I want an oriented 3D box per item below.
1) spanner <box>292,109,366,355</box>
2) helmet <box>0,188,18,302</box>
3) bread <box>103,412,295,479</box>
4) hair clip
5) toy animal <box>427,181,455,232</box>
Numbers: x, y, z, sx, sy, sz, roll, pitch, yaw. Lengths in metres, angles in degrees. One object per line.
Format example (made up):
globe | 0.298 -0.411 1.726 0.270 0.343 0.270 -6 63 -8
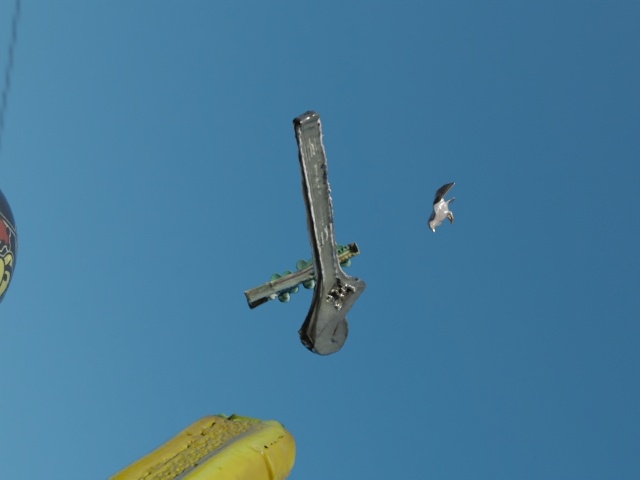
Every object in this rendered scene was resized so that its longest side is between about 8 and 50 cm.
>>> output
spanner | 0.000 0.000 1.246 0.026 0.093 0.325 31 -33 33
helmet | -0.405 0.026 1.270 0.279 0.160 0.231 -17 -134 48
bread | -0.175 0.325 1.545 0.166 0.383 0.112 4 -73 29
hair clip | -0.025 0.046 1.726 0.173 0.049 0.049 -25 -106 8
toy animal | 0.143 -0.030 1.493 0.084 0.028 0.050 99 1 -55
